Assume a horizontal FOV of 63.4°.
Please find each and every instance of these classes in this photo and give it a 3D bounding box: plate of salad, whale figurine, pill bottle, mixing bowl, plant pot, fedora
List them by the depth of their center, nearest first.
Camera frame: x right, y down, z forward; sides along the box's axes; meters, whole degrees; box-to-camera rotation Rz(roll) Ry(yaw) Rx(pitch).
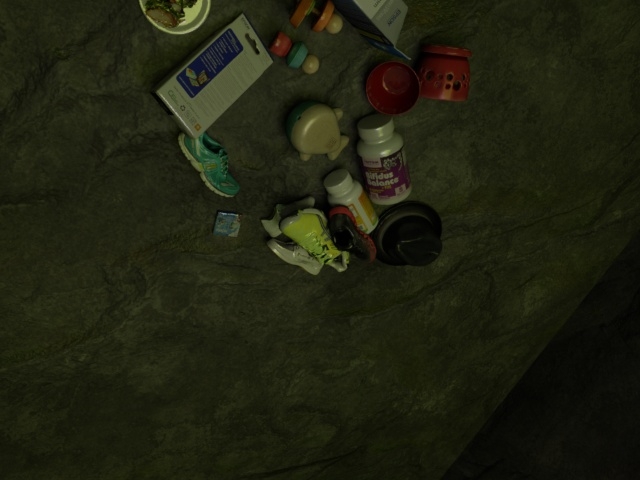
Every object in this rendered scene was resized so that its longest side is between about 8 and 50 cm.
[{"bbox_3d":[-0.402,-0.676,1.437,0.199,0.048,0.200,-10,121,-17],"label":"plate of salad"},{"bbox_3d":[0.250,-0.528,1.753,0.181,0.098,0.182,8,126,11],"label":"mixing bowl"},{"bbox_3d":[-0.011,-0.370,1.754,0.216,0.141,0.272,-52,149,12],"label":"whale figurine"},{"bbox_3d":[0.421,-0.574,1.766,0.191,0.191,0.174,-1,112,-23],"label":"plant pot"},{"bbox_3d":[0.223,-0.291,1.855,0.169,0.169,0.302,-25,125,-8],"label":"pill bottle"},{"bbox_3d":[0.108,-0.140,1.914,0.136,0.136,0.246,-34,126,-1],"label":"pill bottle"},{"bbox_3d":[0.377,0.005,2.105,0.333,0.152,0.334,-11,122,-18],"label":"fedora"}]

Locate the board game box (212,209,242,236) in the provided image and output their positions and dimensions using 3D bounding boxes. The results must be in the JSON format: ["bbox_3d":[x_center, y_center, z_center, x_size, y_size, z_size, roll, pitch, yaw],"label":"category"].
[{"bbox_3d":[-0.332,-0.060,1.845,0.090,0.020,0.090,6,117,-26],"label":"board game box"}]

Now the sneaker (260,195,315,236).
[{"bbox_3d":[-0.120,-0.106,1.881,0.212,0.080,0.094,-37,114,3],"label":"sneaker"}]

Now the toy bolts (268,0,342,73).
[{"bbox_3d":[-0.032,-0.610,1.541,0.158,0.218,0.229,28,112,-19],"label":"toy bolts"}]

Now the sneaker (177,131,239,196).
[{"bbox_3d":[-0.341,-0.249,1.660,0.109,0.107,0.275,-21,129,19],"label":"sneaker"}]

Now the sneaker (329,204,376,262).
[{"bbox_3d":[0.113,0.006,1.866,0.097,0.135,0.276,-17,130,28],"label":"sneaker"}]

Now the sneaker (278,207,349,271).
[{"bbox_3d":[0.000,0.000,1.877,0.145,0.147,0.384,-34,146,23],"label":"sneaker"}]

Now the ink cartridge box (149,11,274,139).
[{"bbox_3d":[-0.311,-0.488,1.533,0.371,0.069,0.176,-49,128,-17],"label":"ink cartridge box"}]

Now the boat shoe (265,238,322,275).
[{"bbox_3d":[-0.087,0.040,1.967,0.277,0.098,0.096,28,105,-43],"label":"boat shoe"}]

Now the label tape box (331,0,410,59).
[{"bbox_3d":[0.133,-0.702,1.525,0.347,0.249,0.115,32,103,-34],"label":"label tape box"}]
